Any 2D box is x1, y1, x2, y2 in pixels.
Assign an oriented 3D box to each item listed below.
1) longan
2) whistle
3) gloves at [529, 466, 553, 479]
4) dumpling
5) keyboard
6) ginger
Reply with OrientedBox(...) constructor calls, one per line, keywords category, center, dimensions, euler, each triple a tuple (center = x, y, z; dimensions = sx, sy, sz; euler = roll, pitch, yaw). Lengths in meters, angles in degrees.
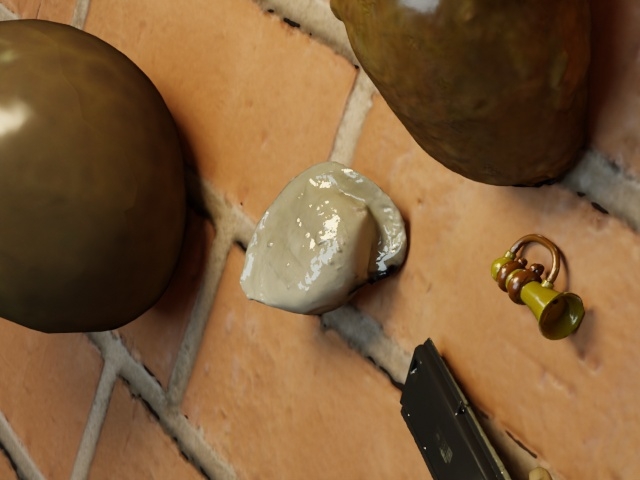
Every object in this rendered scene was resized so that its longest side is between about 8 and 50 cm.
OrientedBox(category="longan", center=(-0.331, -0.082, 1.695), dimensions=(0.336, 0.404, 0.404), euler=(-35, 50, 2))
OrientedBox(category="whistle", center=(0.185, 0.034, 1.233), dimensions=(0.109, 0.046, 0.057), euler=(-129, 40, -50))
OrientedBox(category="gloves", center=(0.198, 0.283, 1.134), dimensions=(0.164, 0.124, 0.203), euler=(-35, 65, 24))
OrientedBox(category="dumpling", center=(0.000, 0.000, 1.437), dimensions=(0.176, 0.092, 0.150), euler=(-22, 71, 49))
OrientedBox(category="keyboard", center=(0.120, 0.182, 1.264), dimensions=(0.230, 0.025, 0.093), euler=(-115, 36, -56))
OrientedBox(category="ginger", center=(0.123, -0.188, 1.202), dimensions=(0.200, 0.223, 0.269), euler=(-9, 76, 49))
